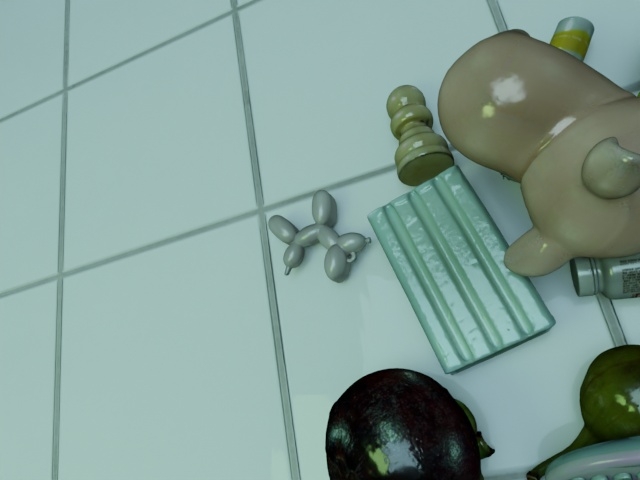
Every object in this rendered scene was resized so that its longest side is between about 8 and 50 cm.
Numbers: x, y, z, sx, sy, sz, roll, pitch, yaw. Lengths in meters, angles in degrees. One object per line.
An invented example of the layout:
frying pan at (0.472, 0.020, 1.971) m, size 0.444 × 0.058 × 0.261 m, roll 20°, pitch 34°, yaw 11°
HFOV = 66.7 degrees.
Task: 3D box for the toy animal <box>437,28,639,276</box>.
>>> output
toy animal at (0.296, -0.121, 0.603) m, size 0.326 × 0.237 × 0.269 m, roll 24°, pitch 59°, yaw 5°

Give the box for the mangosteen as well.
mangosteen at (0.114, 0.268, 0.631) m, size 0.216 × 0.216 × 0.216 m, roll -6°, pitch 72°, yaw 20°

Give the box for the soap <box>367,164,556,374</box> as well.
soap at (0.198, 0.042, 0.717) m, size 0.160 × 0.087 × 0.265 m, roll -29°, pitch 66°, yaw 11°

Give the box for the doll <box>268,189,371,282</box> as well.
doll at (0.000, 0.000, 0.827) m, size 0.161 × 0.059 × 0.160 m, roll -26°, pitch 66°, yaw 12°

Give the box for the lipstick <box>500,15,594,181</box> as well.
lipstick at (0.350, -0.215, 0.751) m, size 0.059 × 0.059 × 0.264 m, roll 20°, pitch 83°, yaw 26°

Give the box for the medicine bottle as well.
medicine bottle at (0.409, 0.036, 0.638) m, size 0.140 × 0.079 × 0.079 m, roll -9°, pitch 71°, yaw 19°

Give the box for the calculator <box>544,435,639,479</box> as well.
calculator at (0.402, 0.254, 0.522) m, size 0.299 × 0.185 × 0.041 m, roll -18°, pitch 40°, yaw 24°

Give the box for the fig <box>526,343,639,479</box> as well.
fig at (0.349, 0.234, 0.599) m, size 0.124 × 0.124 × 0.236 m, roll 44°, pitch 116°, yaw 27°

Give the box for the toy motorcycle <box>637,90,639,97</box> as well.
toy motorcycle at (0.577, -0.269, 0.632) m, size 0.342 × 0.142 × 0.206 m, roll -23°, pitch 105°, yaw 14°

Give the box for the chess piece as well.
chess piece at (0.157, -0.185, 0.805) m, size 0.094 × 0.094 × 0.170 m, roll -16°, pitch 64°, yaw 17°
